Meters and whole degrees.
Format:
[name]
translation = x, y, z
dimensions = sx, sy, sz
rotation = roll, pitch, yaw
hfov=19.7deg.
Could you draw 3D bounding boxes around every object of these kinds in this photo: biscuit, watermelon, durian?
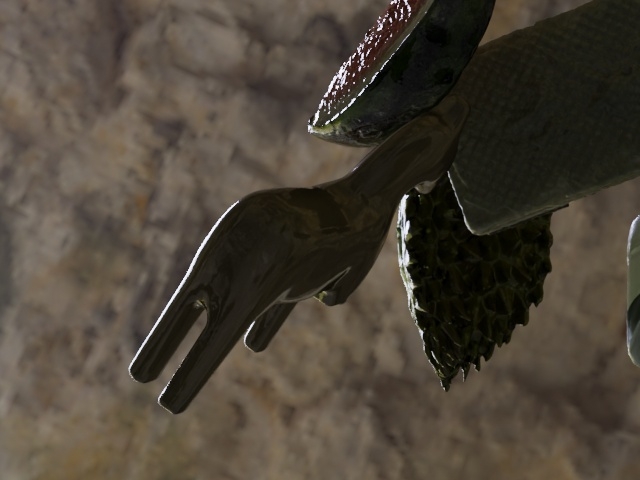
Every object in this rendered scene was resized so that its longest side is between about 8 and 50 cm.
[biscuit]
translation = 0.213, -0.111, 1.470
dimensions = 0.252, 0.150, 0.052
rotation = -19, -15, 11
[watermelon]
translation = 0.062, -0.154, 1.440
dimensions = 0.063, 0.119, 0.245
rotation = 21, -54, -27
[durian]
translation = 0.155, -0.044, 1.990
dimensions = 0.163, 0.394, 0.198
rotation = -6, -13, -4

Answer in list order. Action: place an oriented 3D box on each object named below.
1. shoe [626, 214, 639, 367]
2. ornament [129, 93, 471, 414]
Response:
[shoe]
translation = 0.415, 0.032, 1.632
dimensions = 0.132, 0.160, 0.363
rotation = 33, -31, -34
[ornament]
translation = 0.000, 0.000, 1.295
dimensions = 0.061, 0.230, 0.245
rotation = 43, -65, 21
